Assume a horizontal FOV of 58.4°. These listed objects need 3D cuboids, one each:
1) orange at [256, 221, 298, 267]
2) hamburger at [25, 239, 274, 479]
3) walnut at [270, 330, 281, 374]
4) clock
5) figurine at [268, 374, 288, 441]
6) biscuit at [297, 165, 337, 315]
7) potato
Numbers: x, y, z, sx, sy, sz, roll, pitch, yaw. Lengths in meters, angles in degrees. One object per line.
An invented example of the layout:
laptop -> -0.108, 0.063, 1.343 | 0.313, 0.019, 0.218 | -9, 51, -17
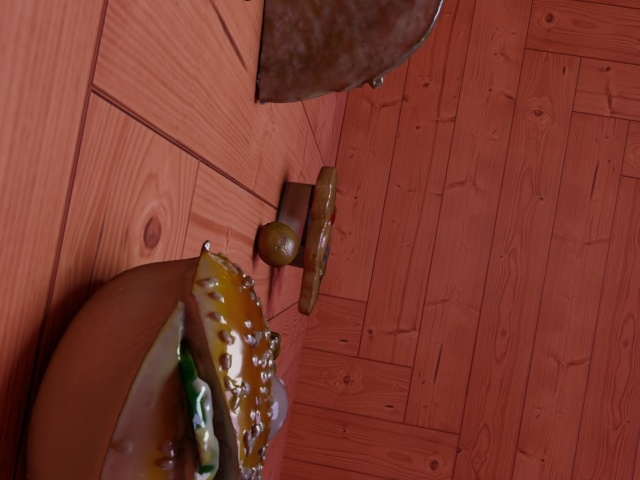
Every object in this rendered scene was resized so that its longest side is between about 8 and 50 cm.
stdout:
orange -> -0.078, 0.007, 1.022 | 0.085, 0.085, 0.085 | 10, 90, -86
hamburger -> -0.105, 0.118, 0.415 | 0.237, 0.148, 0.236 | 10, 90, -89
walnut -> -0.118, 0.238, 1.050 | 0.170, 0.069, 0.142 | -51, 152, -79
clock -> -0.052, -0.029, 1.274 | 0.192, 0.071, 0.146 | 86, 14, -73
figurine -> -0.111, 0.248, 0.863 | 0.138, 0.125, 0.125 | -59, 162, -47
biscuit -> 0.000, 0.000, 1.250 | 0.202, 0.047, 0.333 | -72, 171, -58
potato -> 0.052, -0.300, 0.838 | 0.189, 0.265, 0.211 | -44, 139, -67
